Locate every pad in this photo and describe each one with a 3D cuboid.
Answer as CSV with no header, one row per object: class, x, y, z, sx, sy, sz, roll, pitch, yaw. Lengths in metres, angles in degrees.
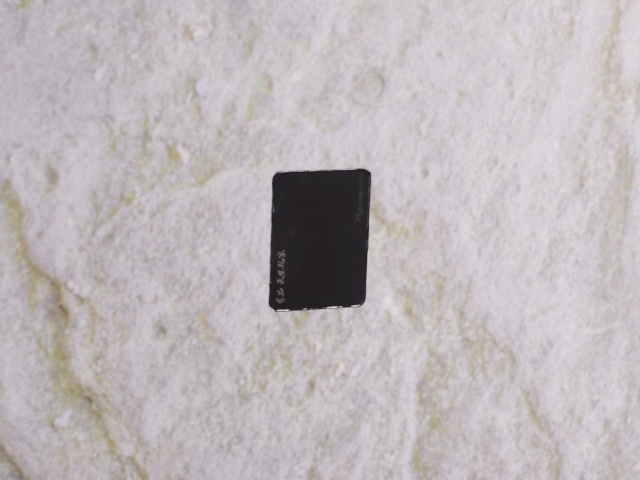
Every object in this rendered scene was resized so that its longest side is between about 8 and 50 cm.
pad,0.000,0.000,1.827,0.112,0.003,0.157,-3,106,-18
